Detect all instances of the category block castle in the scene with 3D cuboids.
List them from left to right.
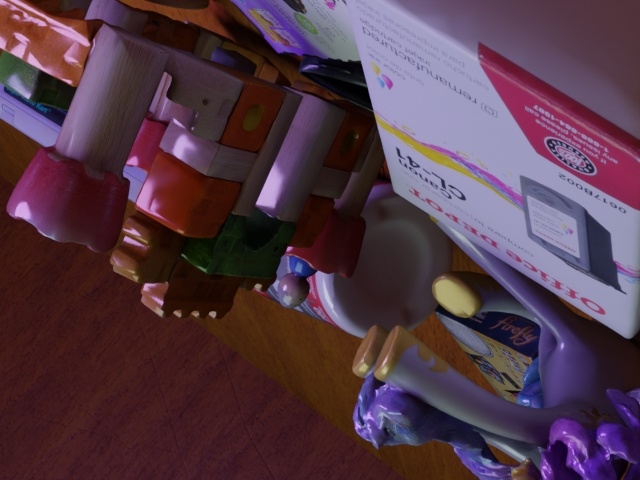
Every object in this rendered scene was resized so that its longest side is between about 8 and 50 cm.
[{"bbox_3d":[-0.157,-0.080,1.333,0.303,0.213,0.453,28,-170,29],"label":"block castle"}]

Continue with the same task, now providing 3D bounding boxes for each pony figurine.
[{"bbox_3d":[0.205,0.150,1.170,0.363,0.351,0.303,29,134,-6],"label":"pony figurine"}]

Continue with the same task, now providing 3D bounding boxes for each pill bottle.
[{"bbox_3d":[0.000,0.000,1.661,0.161,0.161,0.283,46,165,-29],"label":"pill bottle"}]

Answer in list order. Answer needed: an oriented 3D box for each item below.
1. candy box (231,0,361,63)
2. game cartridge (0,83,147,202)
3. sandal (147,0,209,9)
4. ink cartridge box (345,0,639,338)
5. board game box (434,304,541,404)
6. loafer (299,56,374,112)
[{"bbox_3d":[-0.017,-0.215,1.166,0.165,0.070,0.196,46,166,-28],"label":"candy box"},{"bbox_3d":[-0.262,-0.128,1.984,0.355,0.068,0.230,31,-170,33],"label":"game cartridge"},{"bbox_3d":[-0.199,-0.280,1.429,0.240,0.079,0.088,11,-158,-26],"label":"sandal"},{"bbox_3d":[0.151,-0.086,1.004,0.226,0.131,0.306,34,165,21],"label":"ink cartridge box"},{"bbox_3d":[0.246,0.157,1.786,0.165,0.042,0.243,26,162,46],"label":"board game box"},{"bbox_3d":[0.083,-0.101,1.258,0.223,0.078,0.076,36,168,12],"label":"loafer"}]
